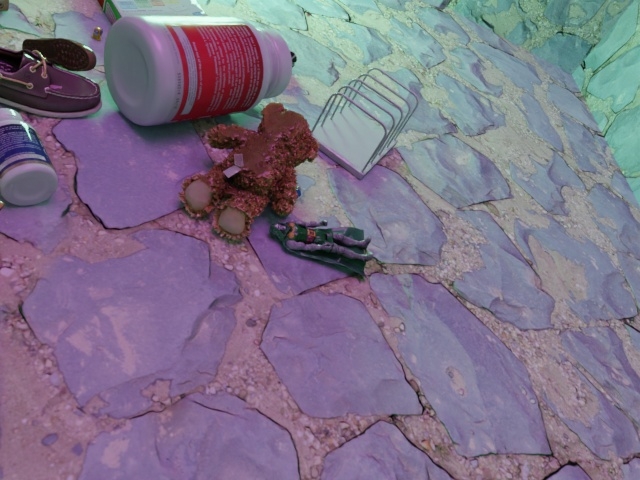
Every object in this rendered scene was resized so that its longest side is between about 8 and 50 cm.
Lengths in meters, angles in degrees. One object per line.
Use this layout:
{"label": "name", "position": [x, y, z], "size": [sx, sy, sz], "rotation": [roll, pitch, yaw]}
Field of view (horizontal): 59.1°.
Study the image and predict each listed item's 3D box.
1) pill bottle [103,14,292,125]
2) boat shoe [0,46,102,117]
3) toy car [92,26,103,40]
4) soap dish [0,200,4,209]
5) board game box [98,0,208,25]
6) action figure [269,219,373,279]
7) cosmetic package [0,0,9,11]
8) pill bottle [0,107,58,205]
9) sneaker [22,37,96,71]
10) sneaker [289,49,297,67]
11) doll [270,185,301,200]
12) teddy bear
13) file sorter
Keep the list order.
{"label": "pill bottle", "position": [-0.267, -0.405, 1.324], "size": [0.408, 0.229, 0.229], "rotation": [-22, 64, -45]}
{"label": "boat shoe", "position": [-0.602, -0.331, 1.129], "size": [0.324, 0.096, 0.116], "rotation": [8, 45, -27]}
{"label": "toy car", "position": [-0.521, -0.476, 1.374], "size": [0.122, 0.040, 0.060], "rotation": [37, 40, 4]}
{"label": "soap dish", "position": [-0.650, -0.040, 0.785], "size": [0.291, 0.118, 0.229], "rotation": [28, 40, -6]}
{"label": "board game box", "position": [-0.484, -0.674, 1.554], "size": [0.242, 0.064, 0.316], "rotation": [-16, 59, -32]}
{"label": "action figure", "position": [0.000, 0.000, 1.225], "size": [0.232, 0.063, 0.137], "rotation": [12, 47, -19]}
{"label": "cosmetic package", "position": [-0.756, -0.660, 1.204], "size": [0.153, 0.296, 0.129], "rotation": [46, 42, 15]}
{"label": "pill bottle", "position": [-0.534, -0.151, 0.993], "size": [0.094, 0.094, 0.169], "rotation": [-12, 57, -41]}
{"label": "sneaker", "position": [-0.549, -0.411, 1.235], "size": [0.192, 0.064, 0.086], "rotation": [14, 23, 20]}
{"label": "sneaker", "position": [-0.151, -0.568, 1.696], "size": [0.170, 0.068, 0.071], "rotation": [11, 39, -23]}
{"label": "doll", "position": [-0.104, -0.132, 1.298], "size": [0.129, 0.046, 0.189], "rotation": [1, 54, -30]}
{"label": "teddy bear", "position": [-0.147, -0.145, 1.209], "size": [0.245, 0.113, 0.338], "rotation": [17, 59, 2]}
{"label": "file sorter", "position": [0.125, -0.336, 1.558], "size": [0.193, 0.173, 0.277], "rotation": [37, 40, 5]}
